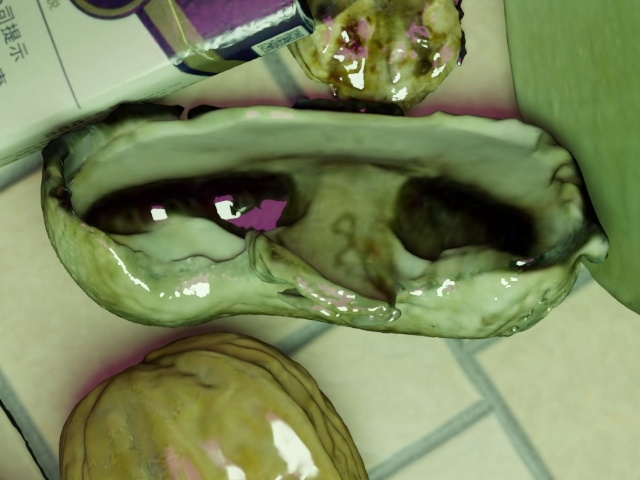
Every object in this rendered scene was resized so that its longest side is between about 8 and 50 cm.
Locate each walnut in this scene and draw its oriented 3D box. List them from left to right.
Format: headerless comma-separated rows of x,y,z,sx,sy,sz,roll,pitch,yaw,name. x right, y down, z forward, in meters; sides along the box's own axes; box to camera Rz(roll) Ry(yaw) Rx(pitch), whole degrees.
-0.061,0.166,1.212,0.213,0.213,0.213,0,81,1,walnut

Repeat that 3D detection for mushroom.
-0.001,0.002,1.222,0.344,0.247,0.130,-2,120,-2,mushroom

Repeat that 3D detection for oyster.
-0.004,-0.248,1.336,0.128,0.078,0.345,-22,84,6,oyster

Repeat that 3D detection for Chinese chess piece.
0.239,-0.119,1.170,0.146,0.349,0.349,-12,81,-16,Chinese chess piece

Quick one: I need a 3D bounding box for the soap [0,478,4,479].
-0.232,0.316,1.205,0.257,0.159,0.302,-30,81,-5,soap

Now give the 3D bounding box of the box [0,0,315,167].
-0.149,-0.168,1.302,0.259,0.071,0.168,-24,81,9,box
